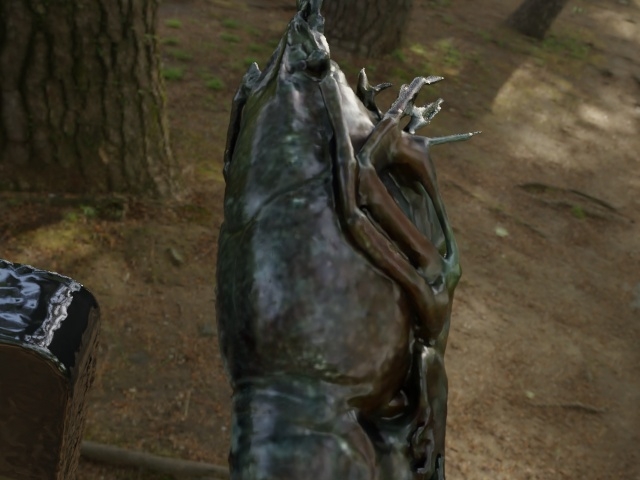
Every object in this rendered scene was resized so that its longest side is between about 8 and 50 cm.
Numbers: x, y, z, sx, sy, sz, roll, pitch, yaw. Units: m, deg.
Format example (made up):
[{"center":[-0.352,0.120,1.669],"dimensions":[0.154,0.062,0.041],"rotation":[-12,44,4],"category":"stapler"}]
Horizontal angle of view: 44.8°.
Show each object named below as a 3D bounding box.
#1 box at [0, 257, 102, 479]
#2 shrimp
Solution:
[{"center":[-0.299,0.070,0.398],"dimensions":[0.350,0.211,0.058],"rotation":[15,38,-9],"category":"box"},{"center":[0.000,0.002,0.443],"dimensions":[0.137,0.172,0.372],"rotation":[16,64,-25],"category":"shrimp"}]
